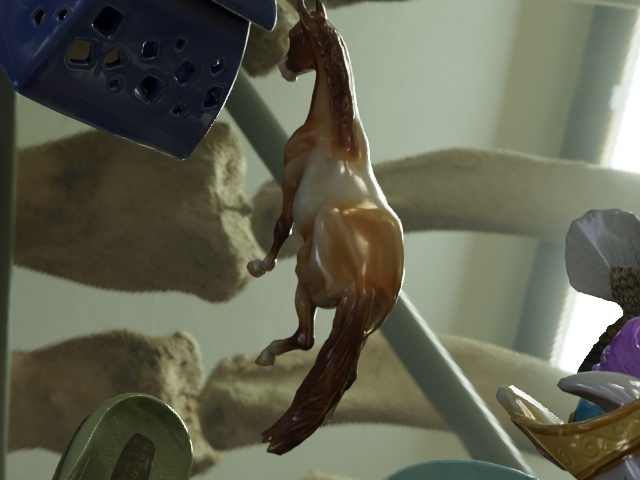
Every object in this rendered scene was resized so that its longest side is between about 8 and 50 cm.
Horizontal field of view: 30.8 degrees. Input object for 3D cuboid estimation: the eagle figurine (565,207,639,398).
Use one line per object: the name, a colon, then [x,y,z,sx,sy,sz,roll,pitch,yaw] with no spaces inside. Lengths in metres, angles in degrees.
eagle figurine: [0.336,0.101,1.039,0.225,0.298,0.226,-14,-66,24]

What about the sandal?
sandal: [-0.139,0.213,0.754,0.086,0.303,0.120,-32,-58,33]

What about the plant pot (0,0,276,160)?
plant pot: [-0.196,-0.254,1.180,0.212,0.236,0.236,-48,-38,19]

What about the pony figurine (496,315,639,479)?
pony figurine: [0.217,0.088,0.290,0.302,0.363,0.351,5,-49,-40]

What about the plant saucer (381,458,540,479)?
plant saucer: [0.120,0.241,0.873,0.195,0.195,0.037,-5,-57,-24]

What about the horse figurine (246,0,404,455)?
horse figurine: [0.000,0.000,0.717,0.066,0.263,0.174,10,-44,-19]
